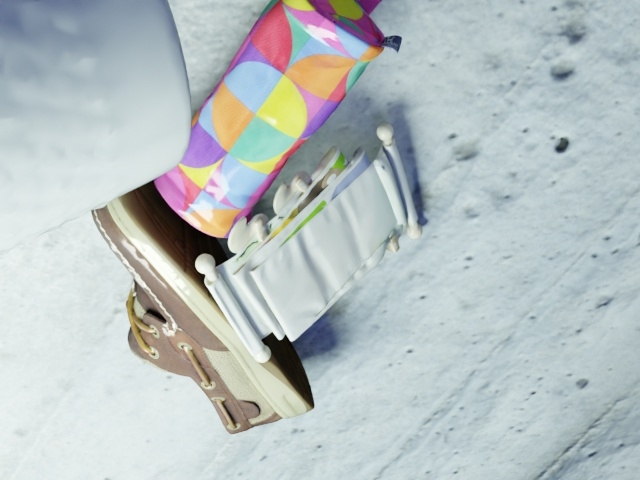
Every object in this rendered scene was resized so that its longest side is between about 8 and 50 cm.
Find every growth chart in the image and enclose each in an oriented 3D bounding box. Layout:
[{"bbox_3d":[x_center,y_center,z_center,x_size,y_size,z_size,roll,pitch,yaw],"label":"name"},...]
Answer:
[{"bbox_3d":[0.000,0.000,0.920,0.237,0.021,0.172,-39,137,-24],"label":"growth chart"}]

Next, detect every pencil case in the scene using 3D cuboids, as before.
[{"bbox_3d":[-0.041,-0.110,0.859,0.104,0.104,0.236,27,119,-29],"label":"pencil case"}]

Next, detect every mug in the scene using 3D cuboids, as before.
[{"bbox_3d":[-0.308,-0.094,0.670,0.328,0.374,0.276,-30,100,-23],"label":"mug"}]

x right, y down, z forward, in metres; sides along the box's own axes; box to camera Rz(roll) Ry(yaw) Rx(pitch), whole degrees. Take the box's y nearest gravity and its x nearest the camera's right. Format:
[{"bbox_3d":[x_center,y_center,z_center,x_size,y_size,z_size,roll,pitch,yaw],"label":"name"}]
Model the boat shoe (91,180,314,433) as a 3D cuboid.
[{"bbox_3d":[-0.128,0.078,0.980,0.123,0.123,0.342,-27,135,8],"label":"boat shoe"}]
